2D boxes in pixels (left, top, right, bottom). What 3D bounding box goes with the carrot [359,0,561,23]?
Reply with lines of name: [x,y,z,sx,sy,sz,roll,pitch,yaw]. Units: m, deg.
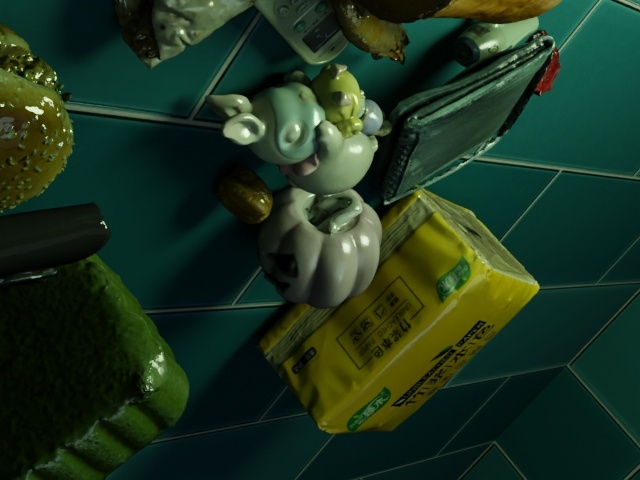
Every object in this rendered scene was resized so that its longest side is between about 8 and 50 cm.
carrot: [0.147,-0.321,1.203,0.254,0.196,0.196,-16,146,-54]

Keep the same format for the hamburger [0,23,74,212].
hamburger: [-0.338,-0.098,1.040,0.215,0.122,0.189,1,137,-48]

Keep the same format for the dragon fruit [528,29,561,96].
dragon fruit: [0.336,-0.251,1.730,0.097,0.063,0.131,-45,153,12]

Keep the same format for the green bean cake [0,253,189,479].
green bean cake: [-0.308,0.162,1.345,0.250,0.247,0.156,-37,153,-6]

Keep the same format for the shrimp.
shrimp: [0.073,-0.271,1.325,0.262,0.066,0.117,4,87,-71]

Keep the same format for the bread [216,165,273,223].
bread: [-0.096,-0.056,1.468,0.046,0.083,0.081,-51,125,-24]

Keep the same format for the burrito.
burrito: [-0.045,-0.311,1.093,0.392,0.076,0.117,-36,142,12]

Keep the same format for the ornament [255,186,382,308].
ornament: [0.000,0.000,1.574,0.177,0.177,0.177,-30,152,-18]

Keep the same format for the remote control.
remote control: [-0.024,-0.264,1.272,0.078,0.042,0.221,-43,155,5]

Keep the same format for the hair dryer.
hair dryer: [0.259,-0.331,1.546,0.167,0.067,0.199,-19,134,-52]

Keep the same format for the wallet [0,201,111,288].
wallet: [-0.429,0.042,1.120,0.406,0.062,0.228,-13,172,-40]

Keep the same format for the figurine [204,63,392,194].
figurine: [-0.022,-0.143,1.370,0.155,0.127,0.235,-22,157,20]

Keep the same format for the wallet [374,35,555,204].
wallet: [0.188,-0.170,1.598,0.237,0.075,0.342,-27,168,-8]

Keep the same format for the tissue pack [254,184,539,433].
tissue pack: [0.133,0.125,1.876,0.382,0.228,0.293,-45,155,14]
